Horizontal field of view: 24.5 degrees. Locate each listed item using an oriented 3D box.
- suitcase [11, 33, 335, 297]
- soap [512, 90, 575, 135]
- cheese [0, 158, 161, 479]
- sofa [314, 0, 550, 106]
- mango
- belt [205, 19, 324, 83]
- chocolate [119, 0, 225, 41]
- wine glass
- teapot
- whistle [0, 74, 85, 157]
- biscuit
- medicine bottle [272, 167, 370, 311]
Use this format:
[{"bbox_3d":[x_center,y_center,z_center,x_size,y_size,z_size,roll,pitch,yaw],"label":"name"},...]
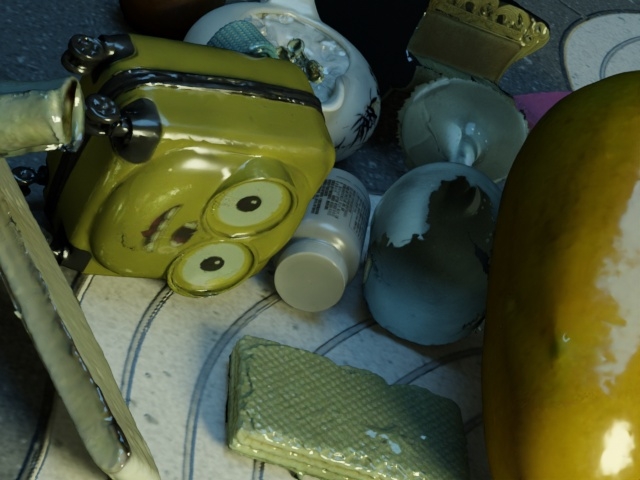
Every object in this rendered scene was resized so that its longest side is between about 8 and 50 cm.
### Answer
[{"bbox_3d":[-0.116,-0.055,1.208,0.235,0.194,0.143,5,46,-31],"label":"suitcase"},{"bbox_3d":[0.328,-0.066,1.651,0.181,0.081,0.259,-5,44,-41],"label":"soap"},{"bbox_3d":[-0.219,0.016,1.096,0.400,0.034,0.085,59,0,25],"label":"cheese"},{"bbox_3d":[0.093,-0.226,1.649,0.200,0.182,0.258,10,23,-44],"label":"sofa"},{"bbox_3d":[0.245,0.059,1.199,0.232,0.300,0.445,6,49,18],"label":"mango"},{"bbox_3d":[-0.089,-0.113,1.330,0.100,0.179,0.065,13,34,-47],"label":"belt"},{"bbox_3d":[-0.145,-0.278,1.559,0.124,0.133,0.127,34,30,19],"label":"chocolate"},{"bbox_3d":[0.122,-0.032,1.406,0.143,0.143,0.321,24,33,-6],"label":"wine glass"},{"bbox_3d":[-0.039,-0.180,1.485,0.208,0.166,0.299,5,47,-13],"label":"teapot"},{"bbox_3d":[-0.331,-0.081,1.059,0.326,0.068,0.057,-3,48,8],"label":"whistle"},{"bbox_3d":[0.023,0.146,1.165,0.199,0.040,0.121,19,35,-15],"label":"biscuit"},{"bbox_3d":[0.000,0.000,1.318,0.079,0.079,0.140,23,33,-6],"label":"medicine bottle"}]
